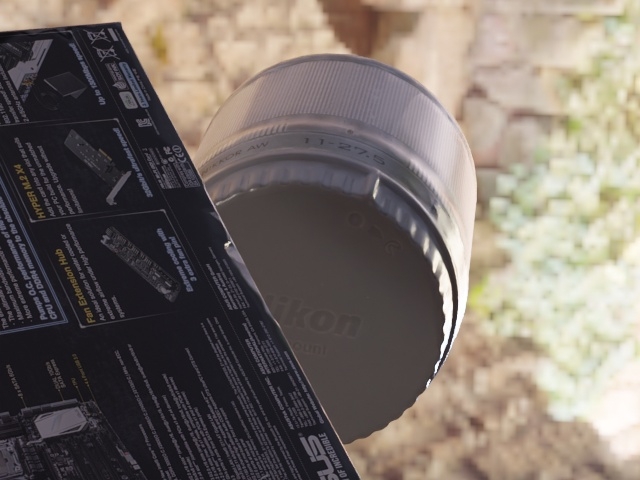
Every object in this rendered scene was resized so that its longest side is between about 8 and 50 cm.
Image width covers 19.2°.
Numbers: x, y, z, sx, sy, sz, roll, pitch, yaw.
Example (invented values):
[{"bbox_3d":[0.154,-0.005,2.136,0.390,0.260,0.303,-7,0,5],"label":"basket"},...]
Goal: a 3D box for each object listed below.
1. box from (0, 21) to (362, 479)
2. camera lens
[{"bbox_3d":[-0.147,0.042,0.843,0.242,0.076,0.307,-10,-124,-32],"label":"box"},{"bbox_3d":[0.000,0.000,1.374,0.219,0.219,0.274,2,-157,6],"label":"camera lens"}]
